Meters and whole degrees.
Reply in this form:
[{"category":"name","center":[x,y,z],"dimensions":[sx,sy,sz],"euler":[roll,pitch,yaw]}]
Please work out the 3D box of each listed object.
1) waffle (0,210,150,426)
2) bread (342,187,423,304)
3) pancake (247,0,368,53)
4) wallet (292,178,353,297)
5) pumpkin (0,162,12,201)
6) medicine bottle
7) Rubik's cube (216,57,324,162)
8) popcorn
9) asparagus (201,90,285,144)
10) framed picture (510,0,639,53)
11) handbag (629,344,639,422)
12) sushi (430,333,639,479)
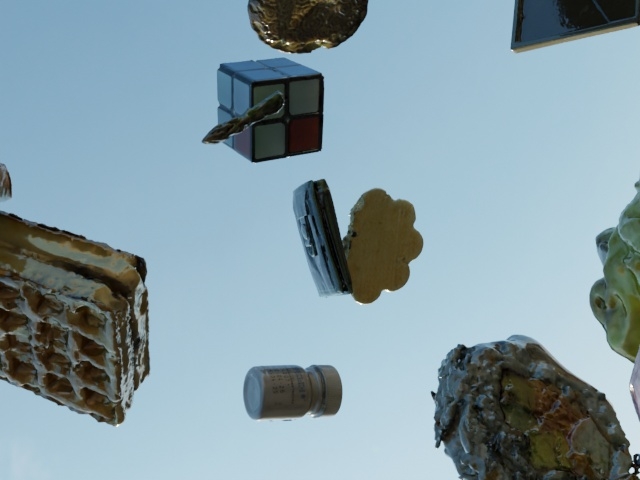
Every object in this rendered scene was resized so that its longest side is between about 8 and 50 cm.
[{"category":"waffle","center":[-0.341,0.067,0.904],"dimensions":[0.091,0.308,0.213],"euler":[-65,-9,-45]},{"category":"bread","center":[0.127,0.020,1.803],"dimensions":[0.182,0.039,0.251],"euler":[23,-88,-15]},{"category":"pancake","center":[-0.018,-0.365,1.267],"dimensions":[0.199,0.199,0.021],"euler":[52,-156,-49]},{"category":"wallet","center":[-0.002,0.001,1.661],"dimensions":[0.055,0.160,0.236],"euler":[-12,-92,-19]},{"category":"pumpkin","center":[-0.370,-0.134,0.708],"dimensions":[0.169,0.148,0.312],"euler":[-74,-8,-53]},{"category":"medicine bottle","center":[-0.054,0.286,1.548],"dimensions":[0.168,0.105,0.105],"euler":[4,-81,-27]},{"category":"Rubik's cube","center":[-0.108,-0.284,1.761],"dimensions":[0.183,0.167,0.180],"euler":[-11,-62,-29]},{"category":"popcorn","center":[0.502,0.017,1.058],"dimensions":[0.312,0.312,0.312],"euler":[-23,-61,-49]},{"category":"asparagus","center":[-0.127,-0.198,1.354],"dimensions":[0.165,0.036,0.030],"euler":[-33,-91,-25]},{"category":"framed picture","center":[0.386,-0.416,1.229],"dimensions":[0.018,0.192,0.265],"euler":[31,-118,-49]},{"category":"handbag","center":[0.310,0.141,0.534],"dimensions":[0.135,0.225,0.146],"euler":[-15,-38,-7]},{"category":"sushi","center":[0.372,0.350,1.479],"dimensions":[0.417,0.417,0.176],"euler":[-25,-27,-48]}]
